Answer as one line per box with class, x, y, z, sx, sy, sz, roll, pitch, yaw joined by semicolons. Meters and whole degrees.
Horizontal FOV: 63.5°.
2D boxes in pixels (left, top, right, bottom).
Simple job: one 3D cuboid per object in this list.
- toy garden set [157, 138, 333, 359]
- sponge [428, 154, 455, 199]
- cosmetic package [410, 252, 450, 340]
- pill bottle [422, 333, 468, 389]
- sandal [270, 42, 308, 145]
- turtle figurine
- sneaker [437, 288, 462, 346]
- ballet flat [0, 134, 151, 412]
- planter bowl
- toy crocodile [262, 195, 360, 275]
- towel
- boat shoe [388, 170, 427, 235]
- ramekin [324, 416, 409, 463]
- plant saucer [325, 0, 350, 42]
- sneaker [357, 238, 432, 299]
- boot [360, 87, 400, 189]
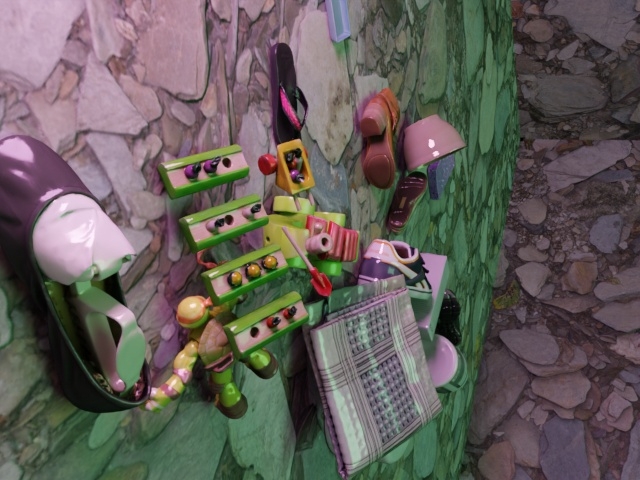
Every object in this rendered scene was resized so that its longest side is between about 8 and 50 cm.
toy garden set;-0.059;-0.009;0.647;0.204;0.049;0.244;-24;94;-39
sponge;0.393;-0.238;1.676;0.210;0.031;0.117;-58;144;-41
cosmetic package;0.278;0.151;1.439;0.231;0.118;0.085;-66;149;-29
pill bottle;0.374;0.395;1.628;0.283;0.161;0.161;41;59;-59
sandal;-0.045;-0.214;0.806;0.067;0.040;0.179;-37;128;-56
turtle figurine;-0.124;0.125;0.671;0.269;0.087;0.217;-64;147;-34
sneaker;0.448;0.263;1.851;0.106;0.101;0.267;-82;163;-51
ballet flat;-0.210;0.041;0.475;0.095;0.096;0.280;-44;133;-51
planter bowl;0.281;-0.258;1.339;0.162;0.162;0.109;-25;91;-60
toy crocodile;0.000;0.000;0.870;0.341;0.105;0.115;15;83;-63
towel;0.112;0.238;1.000;0.312;0.056;0.324;-12;85;-43
boat shoe;0.225;-0.096;1.354;0.190;0.068;0.072;-58;157;-25
ramekin;0.130;0.361;1.170;0.277;0.135;0.277;-23;116;-60
plant saucer;0.022;-0.455;0.916;0.067;0.018;0.192;-51;138;-47
sneaker;0.201;0.072;1.258;0.321;0.126;0.127;16;86;-61
boot;0.146;-0.227;1.150;0.152;0.073;0.197;-61;148;-44
